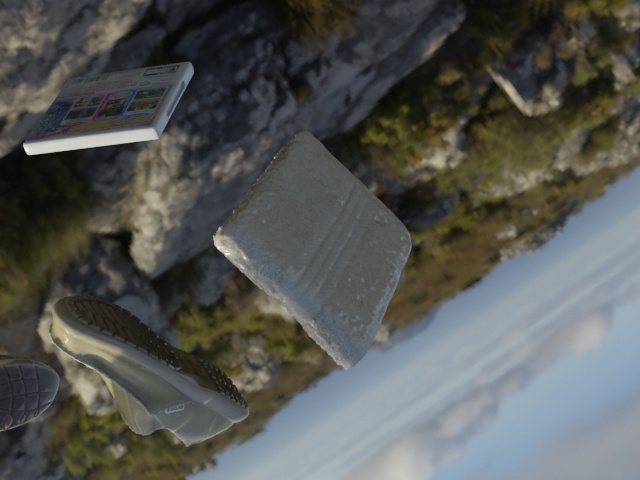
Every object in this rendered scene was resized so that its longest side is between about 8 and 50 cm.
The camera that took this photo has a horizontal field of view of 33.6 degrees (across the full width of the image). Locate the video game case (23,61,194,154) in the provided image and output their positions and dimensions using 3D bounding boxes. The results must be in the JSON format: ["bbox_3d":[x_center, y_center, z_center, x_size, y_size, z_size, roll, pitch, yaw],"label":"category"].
[{"bbox_3d":[-0.231,-0.147,1.168,0.157,0.019,0.143,-5,-143,16],"label":"video game case"}]

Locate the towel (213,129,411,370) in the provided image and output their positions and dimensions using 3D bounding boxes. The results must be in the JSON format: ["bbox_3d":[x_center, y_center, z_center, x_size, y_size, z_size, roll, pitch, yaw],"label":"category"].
[{"bbox_3d":[0.000,0.000,1.099,0.049,0.187,0.282,-44,-173,28],"label":"towel"}]

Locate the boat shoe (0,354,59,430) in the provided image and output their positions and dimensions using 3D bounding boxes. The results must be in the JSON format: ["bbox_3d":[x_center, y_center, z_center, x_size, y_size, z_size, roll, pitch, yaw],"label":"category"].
[{"bbox_3d":[-0.516,0.195,1.505,0.324,0.116,0.123,14,108,-54],"label":"boat shoe"}]

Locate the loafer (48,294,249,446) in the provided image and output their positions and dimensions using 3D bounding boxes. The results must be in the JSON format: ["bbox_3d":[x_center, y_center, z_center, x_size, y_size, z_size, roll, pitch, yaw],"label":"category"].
[{"bbox_3d":[-0.184,0.148,1.101,0.092,0.102,0.268,-49,129,3],"label":"loafer"}]
